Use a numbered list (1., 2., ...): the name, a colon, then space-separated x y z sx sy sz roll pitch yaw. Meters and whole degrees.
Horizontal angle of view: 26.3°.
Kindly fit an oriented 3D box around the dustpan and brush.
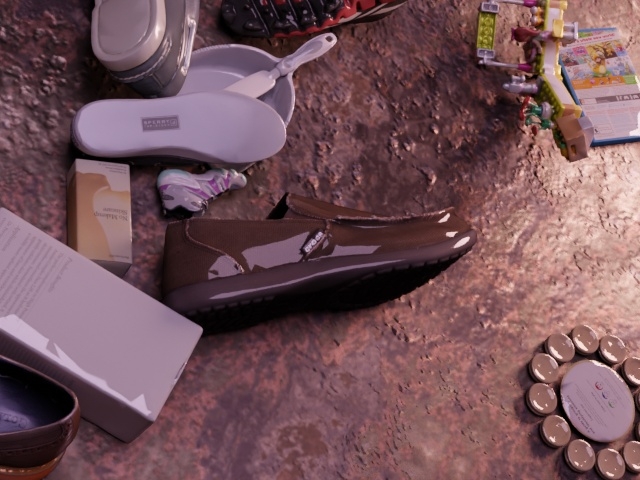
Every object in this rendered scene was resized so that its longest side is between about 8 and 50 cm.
1. dustpan and brush: -0.066 -0.177 1.539 0.211 0.060 0.147 -33 82 -34

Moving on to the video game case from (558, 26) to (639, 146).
1. video game case: 0.369 -0.203 1.787 0.119 0.015 0.166 -8 69 -28

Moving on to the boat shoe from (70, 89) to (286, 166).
1. boat shoe: -0.154 -0.111 1.453 0.228 0.076 0.080 -5 84 -19

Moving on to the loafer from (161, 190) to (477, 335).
1. loafer: 0.000 0.000 1.430 0.366 0.134 0.130 -9 72 -29

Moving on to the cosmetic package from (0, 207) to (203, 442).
1. cosmetic package: -0.243 0.082 1.307 0.231 0.085 0.117 34 55 -8

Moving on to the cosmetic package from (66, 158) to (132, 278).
1. cosmetic package: -0.226 -0.022 1.394 0.060 0.041 0.115 5 63 -24

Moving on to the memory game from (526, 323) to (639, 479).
1. memory game: 0.315 0.185 1.562 0.186 0.012 0.186 11 61 -21

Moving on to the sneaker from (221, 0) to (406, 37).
1. sneaker: 0.013 -0.295 1.620 0.276 0.135 0.097 -20 86 -8

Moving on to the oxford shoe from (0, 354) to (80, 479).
1. oxford shoe: -0.385 0.113 1.191 0.364 0.133 0.130 14 60 -18

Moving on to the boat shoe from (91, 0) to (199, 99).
1. boat shoe: -0.186 -0.285 1.528 0.099 0.116 0.319 52 29 -44

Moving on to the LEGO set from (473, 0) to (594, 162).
1. LEGO set: 0.256 -0.217 1.682 0.107 0.132 0.287 5 69 -13

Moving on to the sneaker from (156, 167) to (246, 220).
1. sneaker: -0.124 -0.040 1.457 0.098 0.038 0.069 -3 67 -16
